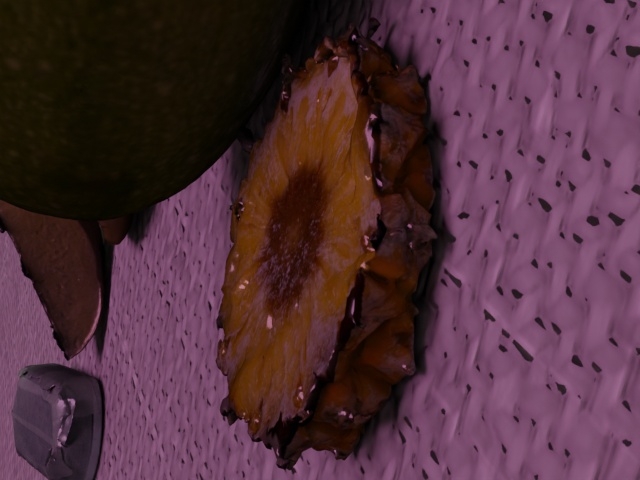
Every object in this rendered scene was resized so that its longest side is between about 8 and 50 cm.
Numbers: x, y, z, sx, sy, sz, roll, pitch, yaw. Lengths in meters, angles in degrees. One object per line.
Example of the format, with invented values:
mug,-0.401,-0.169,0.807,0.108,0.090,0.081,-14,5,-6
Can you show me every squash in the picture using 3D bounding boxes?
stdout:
squash,-0.148,-0.145,0.709,0.310,0.310,0.309,-112,30,-55

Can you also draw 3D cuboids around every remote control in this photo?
remote control,-0.253,0.173,1.269,0.247,0.052,0.104,176,99,-68

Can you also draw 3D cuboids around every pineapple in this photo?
pineapple,0.000,0.000,0.617,0.221,0.047,0.221,-170,90,-69

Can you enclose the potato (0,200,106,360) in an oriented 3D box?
potato,-0.231,0.017,1.248,0.172,0.089,0.100,62,178,4

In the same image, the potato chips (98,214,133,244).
potato chips,-0.196,-0.094,1.122,0.195,0.062,0.208,65,175,-18
